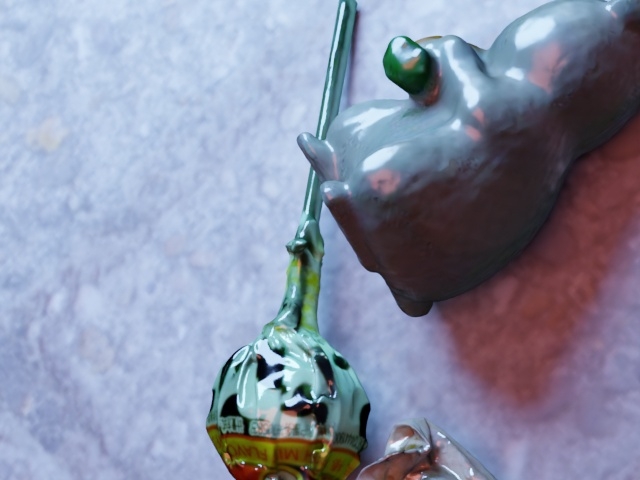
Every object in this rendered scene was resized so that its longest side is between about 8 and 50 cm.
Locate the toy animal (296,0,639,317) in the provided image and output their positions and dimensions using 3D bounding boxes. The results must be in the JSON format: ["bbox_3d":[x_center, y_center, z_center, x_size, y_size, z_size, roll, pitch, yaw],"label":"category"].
[{"bbox_3d":[0.117,-0.073,0.923,0.251,0.127,0.125,-32,57,2],"label":"toy animal"}]

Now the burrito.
[{"bbox_3d":[0.105,0.190,0.899,0.087,0.060,0.226,-47,67,11],"label":"burrito"}]

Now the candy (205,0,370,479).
[{"bbox_3d":[0.000,0.000,0.981,0.091,0.083,0.305,3,75,27],"label":"candy"}]
